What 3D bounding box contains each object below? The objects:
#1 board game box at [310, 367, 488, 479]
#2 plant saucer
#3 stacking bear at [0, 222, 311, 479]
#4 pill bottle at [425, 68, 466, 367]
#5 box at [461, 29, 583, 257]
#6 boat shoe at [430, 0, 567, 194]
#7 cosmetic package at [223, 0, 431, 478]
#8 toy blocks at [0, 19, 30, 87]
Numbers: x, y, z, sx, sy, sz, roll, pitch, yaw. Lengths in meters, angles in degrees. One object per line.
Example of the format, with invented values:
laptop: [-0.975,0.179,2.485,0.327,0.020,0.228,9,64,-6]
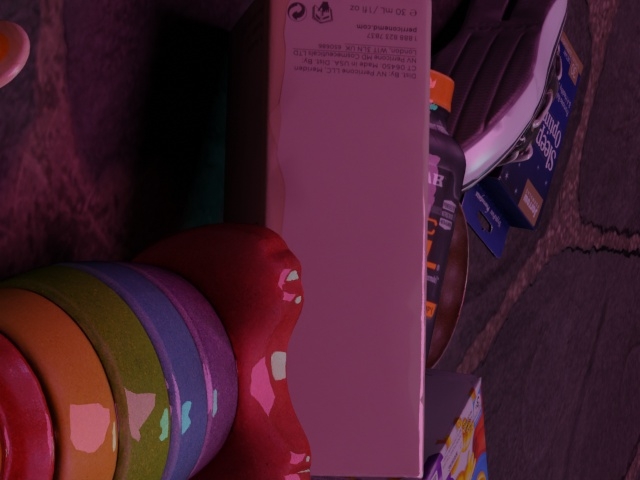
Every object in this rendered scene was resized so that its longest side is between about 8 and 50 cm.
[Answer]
board game box: [0.051,0.250,1.460,0.142,0.144,0.275,-54,144,-50]
plant saucer: [0.086,0.037,1.597,0.168,0.029,0.168,-34,129,-56]
stacking bear: [-0.159,0.095,0.988,0.289,0.164,0.175,-14,105,-50]
pill bottle: [0.036,-0.013,1.366,0.130,0.130,0.245,20,81,-63]
box: [0.200,-0.104,1.770,0.136,0.036,0.225,44,61,-59]
boat shoe: [0.156,-0.121,1.575,0.335,0.121,0.119,-55,140,-44]
cosmetic package: [0.000,0.000,1.188,0.160,0.113,0.309,152,-59,-76]
toy blocks: [-0.215,-0.114,0.913,0.123,0.054,0.148,-65,150,-29]
